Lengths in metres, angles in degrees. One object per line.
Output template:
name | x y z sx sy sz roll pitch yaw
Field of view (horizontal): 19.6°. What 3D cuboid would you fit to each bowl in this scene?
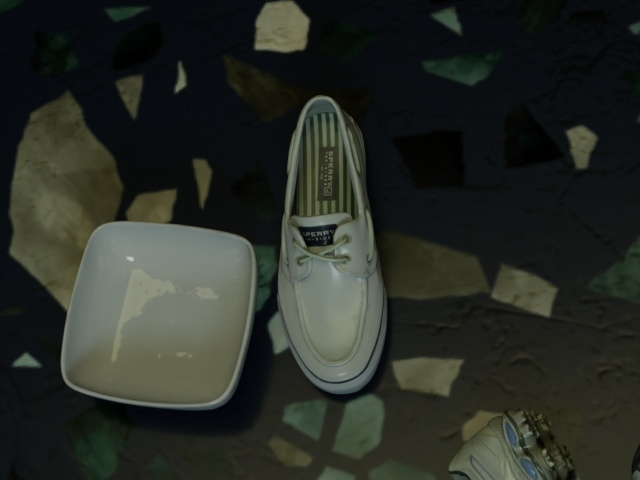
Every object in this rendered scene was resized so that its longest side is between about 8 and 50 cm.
bowl | -0.117 0.062 1.407 0.142 0.053 0.142 6 71 13

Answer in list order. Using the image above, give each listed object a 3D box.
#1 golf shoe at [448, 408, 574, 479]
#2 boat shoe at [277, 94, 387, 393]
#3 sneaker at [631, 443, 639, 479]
golf shoe | 0.153 0.208 1.309 0.086 0.069 0.176 -34 64 19
boat shoe | 0.000 0.000 1.394 0.083 0.076 0.226 -10 69 7
sneaker | 0.398 0.114 1.243 0.384 0.145 0.147 -21 68 4
